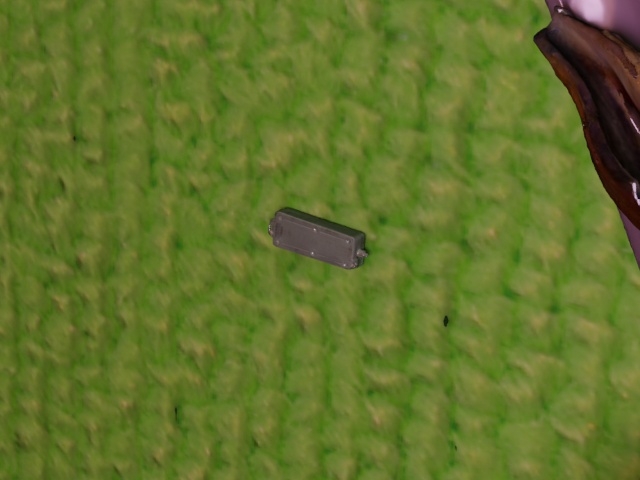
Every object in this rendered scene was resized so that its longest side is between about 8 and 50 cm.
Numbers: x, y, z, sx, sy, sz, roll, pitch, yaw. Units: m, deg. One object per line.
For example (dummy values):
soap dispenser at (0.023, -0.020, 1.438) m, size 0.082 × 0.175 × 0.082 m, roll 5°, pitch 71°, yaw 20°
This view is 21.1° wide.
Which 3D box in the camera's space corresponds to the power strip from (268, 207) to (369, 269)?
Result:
power strip at (0.000, 0.000, 1.202) m, size 0.083 × 0.017 × 0.027 m, roll 19°, pitch 115°, yaw 32°

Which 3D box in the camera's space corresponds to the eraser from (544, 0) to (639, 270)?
eraser at (0.285, -0.065, 0.909) m, size 0.272 × 0.122 × 0.359 m, roll -20°, pitch 92°, yaw 37°

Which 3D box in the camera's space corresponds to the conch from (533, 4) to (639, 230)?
conch at (0.192, -0.033, 0.863) m, size 0.233 × 0.086 × 0.080 m, roll 30°, pitch 159°, yaw 39°
